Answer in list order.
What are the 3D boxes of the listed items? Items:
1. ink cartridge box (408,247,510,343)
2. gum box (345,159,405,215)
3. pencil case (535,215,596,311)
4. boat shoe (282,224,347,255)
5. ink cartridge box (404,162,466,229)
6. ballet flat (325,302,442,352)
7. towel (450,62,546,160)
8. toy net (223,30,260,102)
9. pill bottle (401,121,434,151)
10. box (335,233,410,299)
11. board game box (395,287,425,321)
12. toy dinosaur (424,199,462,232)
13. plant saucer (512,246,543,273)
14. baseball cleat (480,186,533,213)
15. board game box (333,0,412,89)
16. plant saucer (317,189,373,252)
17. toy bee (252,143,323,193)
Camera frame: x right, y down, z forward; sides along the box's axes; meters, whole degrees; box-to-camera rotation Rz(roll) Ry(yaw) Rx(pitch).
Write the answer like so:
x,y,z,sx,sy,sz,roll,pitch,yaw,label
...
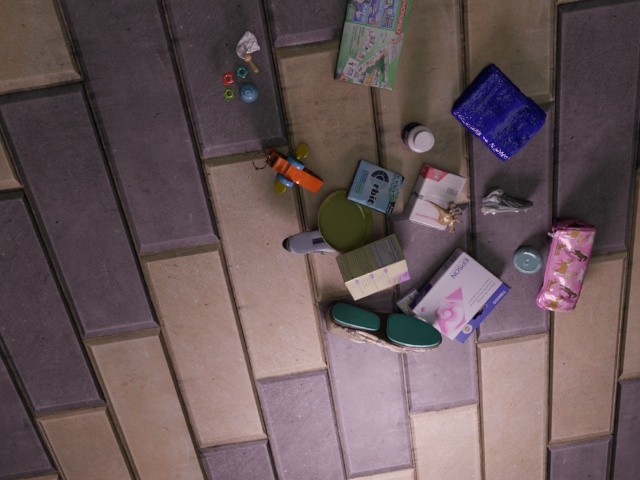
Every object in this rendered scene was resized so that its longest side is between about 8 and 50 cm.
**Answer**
x,y,z,sx,sy,sz,roll,pitch,yaw,label
0.595,0.248,2.000,0.330,0.071,0.324,35,99,-15,ink cartridge box
0.208,-0.199,1.816,0.184,0.041,0.157,21,90,-12,gum box
0.990,0.104,1.942,0.167,0.160,0.386,13,114,28,pencil case
0.000,0.004,1.864,0.306,0.105,0.113,-12,96,-26,boat shoe
0.437,-0.167,1.838,0.158,0.092,0.218,16,107,-10,ink cartridge box
0.252,0.382,2.003,0.482,0.164,0.182,13,139,2,ballet flat
0.657,-0.462,1.751,0.308,0.076,0.228,36,104,-15,towel
-0.271,-0.601,1.659,0.122,0.045,0.232,6,108,-4,toy net
0.351,-0.368,1.715,0.094,0.169,0.094,-1,111,-4,pill bottle
0.207,0.108,1.855,0.243,0.117,0.213,-22,152,6,box
0.405,0.286,2.039,0.103,0.026,0.154,-38,108,10,board game box
0.475,-0.100,1.790,0.092,0.053,0.183,-38,111,10,toy dinosaur
0.849,0.085,1.963,0.119,0.021,0.119,12,114,29,plant saucer
0.732,-0.159,1.872,0.205,0.072,0.109,-8,104,-4,baseball cleat
0.178,-0.699,1.648,0.213,0.046,0.317,8,109,-8,board game box
0.091,-0.071,1.832,0.241,0.037,0.241,2,85,-26,plant saucer
-0.126,-0.285,1.745,0.195,0.162,0.298,-39,133,2,toy bee
